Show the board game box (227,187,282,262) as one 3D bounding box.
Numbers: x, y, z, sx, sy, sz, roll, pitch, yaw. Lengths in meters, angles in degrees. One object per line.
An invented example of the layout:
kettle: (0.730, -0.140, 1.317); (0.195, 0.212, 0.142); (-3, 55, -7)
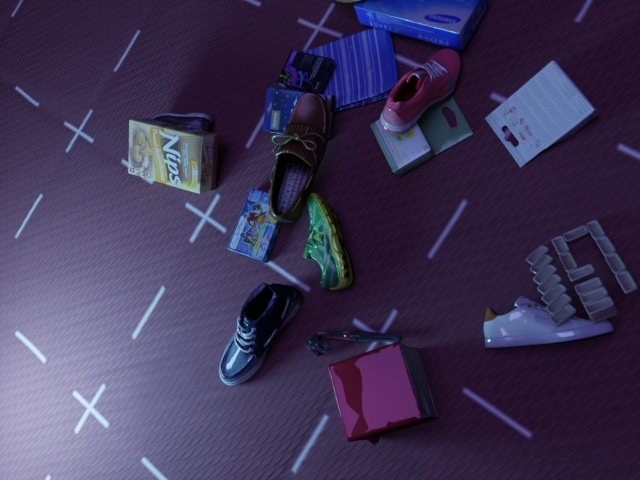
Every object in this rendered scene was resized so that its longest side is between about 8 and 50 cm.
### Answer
board game box: (-0.186, -0.047, 1.894); (0.136, 0.035, 0.201); (18, 85, 27)

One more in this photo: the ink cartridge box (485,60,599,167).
ink cartridge box: (0.570, -0.323, 1.625); (0.224, 0.056, 0.181); (-42, 62, 30)

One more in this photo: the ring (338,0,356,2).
ring: (0.159, -0.843, 1.879); (0.336, 0.032, 0.337); (-18, 50, 22)

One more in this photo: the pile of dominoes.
pile of dominoes: (0.603, 0.082, 1.466); (0.195, 0.040, 0.251); (-26, 39, 18)

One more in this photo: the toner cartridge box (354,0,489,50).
toner cartridge box: (0.285, -0.670, 1.801); (0.347, 0.075, 0.165); (25, 77, 27)

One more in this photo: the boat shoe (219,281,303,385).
boat shoe: (-0.201, 0.256, 1.752); (0.127, 0.158, 0.341); (36, 93, 28)

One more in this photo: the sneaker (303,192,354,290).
sneaker: (0.000, 0.000, 1.755); (0.123, 0.109, 0.296); (-20, 69, 14)

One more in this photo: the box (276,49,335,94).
box: (-0.045, -0.516, 1.924); (0.162, 0.029, 0.116); (22, 85, 29)

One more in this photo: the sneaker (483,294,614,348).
sneaker: (0.525, 0.184, 1.470); (0.289, 0.106, 0.123); (-8, 76, 24)

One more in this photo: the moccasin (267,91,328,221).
moccasin: (-0.071, -0.241, 1.786); (0.139, 0.147, 0.380); (21, 88, 6)

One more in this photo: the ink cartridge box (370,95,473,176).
ink cartridge box: (0.277, -0.308, 1.741); (0.235, 0.056, 0.171); (-30, 66, 17)

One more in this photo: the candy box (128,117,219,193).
candy box: (-0.477, -0.277, 2.020); (0.316, 0.087, 0.183); (17, 111, 28)

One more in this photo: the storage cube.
storage cube: (0.158, 0.376, 1.546); (0.193, 0.183, 0.215); (-22, 68, 16)

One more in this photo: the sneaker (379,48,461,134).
sneaker: (0.283, -0.421, 1.688); (0.116, 0.136, 0.314); (37, 74, 17)

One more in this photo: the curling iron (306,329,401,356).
curling iron: (0.088, 0.271, 1.687); (0.273, 0.035, 0.068); (-9, 77, 23)

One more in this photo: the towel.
towel: (0.067, -0.508, 1.896); (0.335, 0.040, 0.244); (-13, 71, 21)

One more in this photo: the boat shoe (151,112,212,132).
boat shoe: (-0.468, -0.377, 2.081); (0.227, 0.081, 0.069); (1, 73, 22)

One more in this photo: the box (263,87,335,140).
box: (-0.073, -0.382, 1.890); (0.225, 0.036, 0.137); (12, 103, 20)
